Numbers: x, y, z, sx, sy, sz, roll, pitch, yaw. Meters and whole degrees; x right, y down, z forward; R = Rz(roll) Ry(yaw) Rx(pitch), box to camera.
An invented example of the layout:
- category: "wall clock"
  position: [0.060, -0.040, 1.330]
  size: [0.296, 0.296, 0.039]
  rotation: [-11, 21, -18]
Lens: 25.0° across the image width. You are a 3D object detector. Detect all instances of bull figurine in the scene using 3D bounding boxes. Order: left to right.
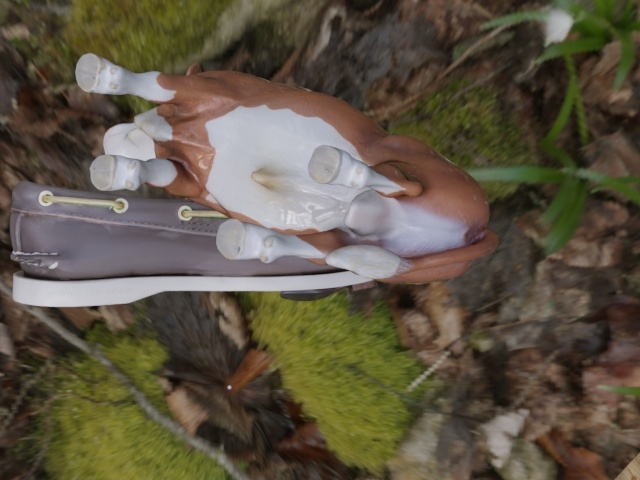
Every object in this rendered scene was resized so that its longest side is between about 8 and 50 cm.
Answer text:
- category: "bull figurine"
  position: [-0.041, -0.049, 0.899]
  size: [0.310, 0.188, 0.101]
  rotation: [18, 100, 32]

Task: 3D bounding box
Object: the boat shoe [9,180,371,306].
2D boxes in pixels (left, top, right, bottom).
- category: "boat shoe"
  position: [-0.083, -0.008, 1.153]
  size: [0.324, 0.116, 0.097]
  rotation: [-4, 96, -13]

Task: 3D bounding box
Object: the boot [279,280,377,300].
- category: "boot"
  position: [0.000, 0.000, 1.445]
  size: [0.106, 0.037, 0.114]
  rotation: [-6, 78, -22]

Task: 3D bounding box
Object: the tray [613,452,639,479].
- category: "tray"
  position: [0.273, 0.240, 0.502]
  size: [0.203, 0.411, 0.076]
  rotation: [30, 105, -37]
